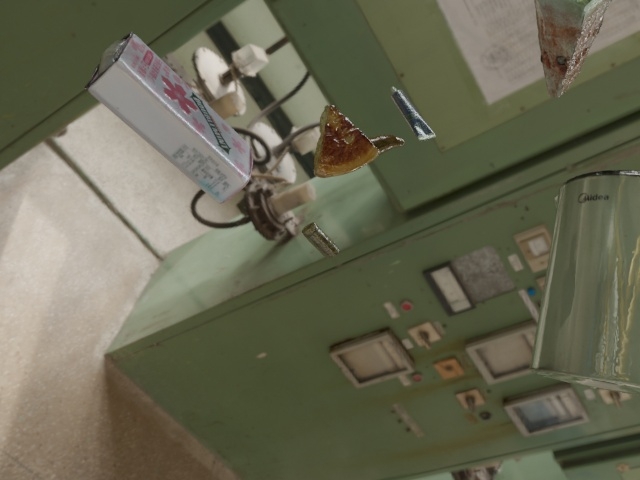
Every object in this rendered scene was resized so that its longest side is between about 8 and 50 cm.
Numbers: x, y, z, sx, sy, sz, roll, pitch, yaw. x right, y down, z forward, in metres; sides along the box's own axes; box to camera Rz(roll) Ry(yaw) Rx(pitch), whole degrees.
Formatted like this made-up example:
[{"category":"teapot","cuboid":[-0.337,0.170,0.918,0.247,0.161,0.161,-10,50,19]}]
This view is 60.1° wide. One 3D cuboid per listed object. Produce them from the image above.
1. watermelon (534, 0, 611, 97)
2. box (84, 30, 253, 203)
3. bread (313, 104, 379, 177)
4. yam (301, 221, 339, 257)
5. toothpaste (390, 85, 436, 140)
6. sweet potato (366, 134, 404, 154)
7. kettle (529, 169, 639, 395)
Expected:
[{"category":"watermelon","cuboid":[0.458,-0.389,1.057,0.154,0.094,0.241,36,-22,40]},{"category":"box","cuboid":[-0.307,-0.260,1.176,0.370,0.112,0.190,44,21,-32]},{"category":"bread","cuboid":[0.057,-0.193,1.143,0.136,0.054,0.154,9,83,-16]},{"category":"yam","cuboid":[0.000,0.000,1.279,0.094,0.043,0.043,46,31,-28]},{"category":"toothpaste","cuboid":[0.238,-0.341,1.476,0.057,0.034,0.197,-16,62,-24]},{"category":"sweet potato","cuboid":[0.106,-0.249,1.486,0.077,0.244,0.077,-8,90,-87]},{"category":"kettle","cuboid":[0.570,0.076,0.971,0.250,0.361,0.376,22,74,-36]}]
